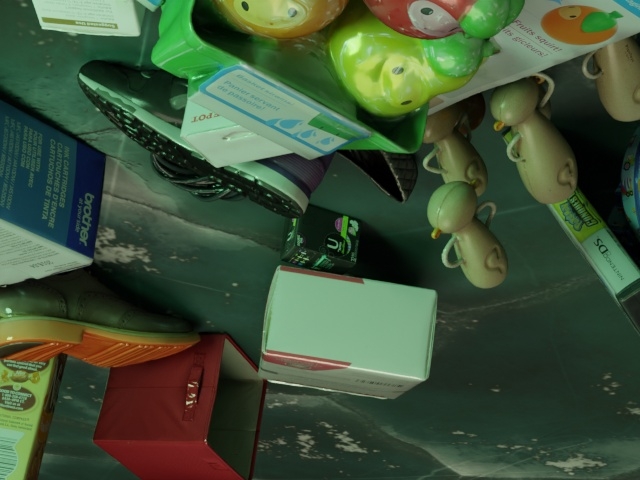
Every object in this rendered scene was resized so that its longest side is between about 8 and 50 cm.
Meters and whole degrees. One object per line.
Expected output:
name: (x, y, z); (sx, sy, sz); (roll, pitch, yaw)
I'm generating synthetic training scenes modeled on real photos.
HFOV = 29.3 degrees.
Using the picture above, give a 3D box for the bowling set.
bowling set: (0.150, -0.116, 1.137); (0.200, 0.287, 0.154); (29, 163, 42)

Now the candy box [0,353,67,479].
candy box: (-0.438, 0.246, 1.794); (0.088, 0.316, 0.183); (12, 152, -5)

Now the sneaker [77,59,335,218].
sneaker: (-0.109, -0.135, 1.253); (0.283, 0.124, 0.107); (27, 168, 15)

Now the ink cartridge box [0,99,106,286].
ink cartridge box: (-0.434, -0.055, 1.391); (0.270, 0.151, 0.395); (-13, 151, 34)

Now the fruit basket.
fruit basket: (0.040, -0.178, 0.911); (0.327, 0.165, 0.353); (25, 161, -33)

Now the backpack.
backpack: (0.358, -0.051, 1.227); (0.117, 0.158, 0.173); (3, 144, 49)

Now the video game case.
video game case: (0.305, 0.027, 1.297); (0.035, 0.248, 0.275); (-35, 140, 8)

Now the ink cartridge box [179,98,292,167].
ink cartridge box: (-0.059, -0.150, 1.139); (0.109, 0.150, 0.063); (-9, 148, 29)

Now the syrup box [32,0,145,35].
syrup box: (-0.199, -0.277, 1.000); (0.096, 0.093, 0.237); (5, 152, 4)

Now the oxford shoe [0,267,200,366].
oxford shoe: (-0.308, 0.099, 1.717); (0.130, 0.132, 0.364); (-23, 159, 32)

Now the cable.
cable: (-0.114, -0.097, 1.362); (0.184, 0.047, 0.150); (-4, 150, 22)

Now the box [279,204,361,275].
box: (0.000, 0.000, 1.498); (0.083, 0.062, 0.052); (17, 152, -17)

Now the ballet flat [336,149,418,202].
ballet flat: (0.045, -0.097, 1.321); (0.173, 0.049, 0.057); (29, 144, -34)

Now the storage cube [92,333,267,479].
storage cube: (-0.214, 0.266, 1.919); (0.193, 0.183, 0.215); (-2, 151, 19)

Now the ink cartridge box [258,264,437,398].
ink cartridge box: (0.027, 0.127, 1.605); (0.207, 0.117, 0.283); (9, 168, -2)
